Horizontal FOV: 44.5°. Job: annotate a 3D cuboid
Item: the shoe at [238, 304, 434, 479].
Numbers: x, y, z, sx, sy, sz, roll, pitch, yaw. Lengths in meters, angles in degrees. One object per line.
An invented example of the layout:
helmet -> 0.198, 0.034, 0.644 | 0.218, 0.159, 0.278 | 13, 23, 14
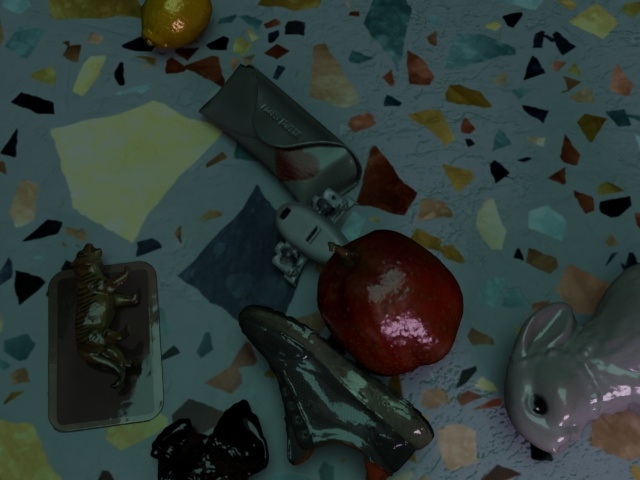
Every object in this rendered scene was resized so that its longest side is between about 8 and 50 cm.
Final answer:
shoe -> -0.011, 0.242, 1.151 | 0.337, 0.132, 0.171 | 36, 79, 10

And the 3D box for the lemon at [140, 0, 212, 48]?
lemon -> -0.266, -0.414, 1.427 | 0.114, 0.114, 0.155 | 38, 74, 14

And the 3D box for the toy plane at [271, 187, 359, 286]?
toy plane -> -0.001, -0.001, 1.272 | 0.174, 0.080, 0.173 | -2, 81, 11

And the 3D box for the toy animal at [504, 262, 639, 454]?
toy animal -> 0.428, 0.159, 1.167 | 0.358, 0.194, 0.257 | -23, 79, -2

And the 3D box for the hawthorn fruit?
hawthorn fruit -> 0.091, 0.077, 1.147 | 0.205, 0.253, 0.205 | -26, 32, 17

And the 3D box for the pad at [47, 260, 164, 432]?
pad -> -0.341, 0.162, 1.233 | 0.176, 0.002, 0.266 | -7, 67, -4

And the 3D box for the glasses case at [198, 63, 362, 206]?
glasses case -> -0.074, -0.185, 1.347 | 0.308, 0.083, 0.128 | 42, 71, 16

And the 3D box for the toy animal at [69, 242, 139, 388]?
toy animal -> -0.339, 0.115, 1.226 | 0.099, 0.056, 0.241 | -7, 68, 3

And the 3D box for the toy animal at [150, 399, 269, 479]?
toy animal -> -0.154, 0.341, 1.124 | 0.218, 0.116, 0.179 | -44, 103, -23
